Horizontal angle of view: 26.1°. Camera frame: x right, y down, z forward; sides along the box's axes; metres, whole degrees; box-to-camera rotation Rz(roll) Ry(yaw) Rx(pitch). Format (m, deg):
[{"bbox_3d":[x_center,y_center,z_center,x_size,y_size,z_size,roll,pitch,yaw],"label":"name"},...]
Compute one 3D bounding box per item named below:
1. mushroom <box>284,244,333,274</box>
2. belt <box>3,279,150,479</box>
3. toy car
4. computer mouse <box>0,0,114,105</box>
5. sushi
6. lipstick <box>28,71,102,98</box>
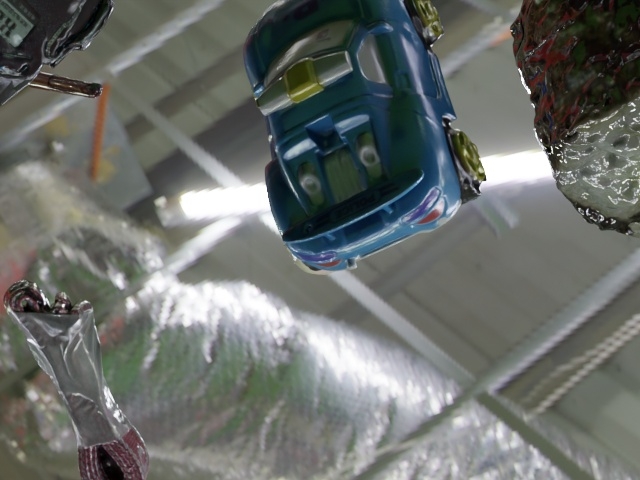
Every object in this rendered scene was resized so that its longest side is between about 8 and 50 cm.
[{"bbox_3d":[0.000,0.000,1.620,0.084,0.083,0.067,-18,-151,4],"label":"mushroom"},{"bbox_3d":[-0.219,0.139,1.280,0.071,0.232,0.053,-22,-166,3],"label":"belt"},{"bbox_3d":[0.017,-0.126,1.261,0.198,0.166,0.314,-23,-117,22],"label":"toy car"},{"bbox_3d":[-0.264,-0.210,1.187,0.077,0.146,0.241,2,-128,55],"label":"computer mouse"},{"bbox_3d":[0.375,-0.185,1.569,0.299,0.281,0.294,-48,-141,40],"label":"sushi"},{"bbox_3d":[-0.340,-0.206,1.836,0.027,0.027,0.176,-45,-146,-22],"label":"lipstick"}]
